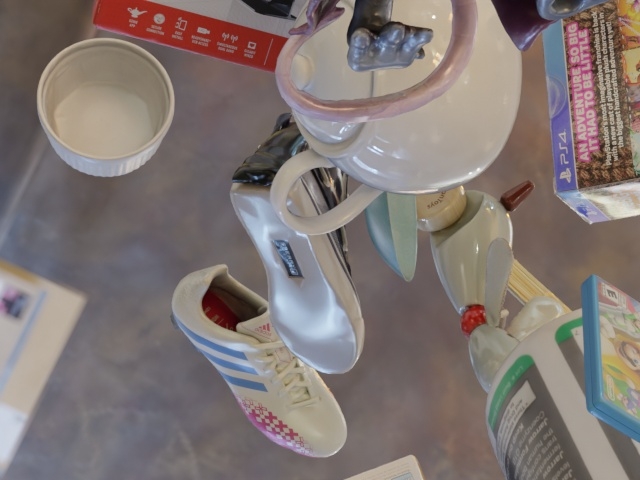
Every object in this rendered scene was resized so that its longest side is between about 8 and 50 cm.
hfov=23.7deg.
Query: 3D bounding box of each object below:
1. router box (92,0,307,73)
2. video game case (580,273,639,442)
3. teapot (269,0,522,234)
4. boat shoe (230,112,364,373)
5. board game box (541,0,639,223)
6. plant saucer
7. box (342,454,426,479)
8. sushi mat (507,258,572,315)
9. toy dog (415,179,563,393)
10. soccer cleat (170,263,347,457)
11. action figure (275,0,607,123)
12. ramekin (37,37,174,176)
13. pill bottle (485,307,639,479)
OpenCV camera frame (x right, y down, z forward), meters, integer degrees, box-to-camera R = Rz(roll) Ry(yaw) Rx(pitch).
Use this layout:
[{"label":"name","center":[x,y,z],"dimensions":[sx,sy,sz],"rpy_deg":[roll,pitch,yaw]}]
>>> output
[{"label":"router box","center":[-0.038,-0.327,1.571],"dimensions":[0.082,0.335,0.301],"rpy_deg":[-99,-155,-58]},{"label":"video game case","center":[0.233,0.101,0.956],"dimensions":[0.015,0.166,0.119],"rpy_deg":[-48,-161,33]},{"label":"teapot","center":[0.049,-0.152,1.416],"dimensions":[0.252,0.187,0.256],"rpy_deg":[-18,-99,58]},{"label":"boat shoe","center":[0.000,0.000,1.883],"dimensions":[0.158,0.127,0.341],"rpy_deg":[-61,147,-40]},{"label":"board game box","center":[0.411,-0.166,1.711],"dimensions":[0.141,0.291,0.232],"rpy_deg":[29,55,-60]},{"label":"plant saucer","center":[0.075,-0.049,1.705],"dimensions":[0.195,0.037,0.195],"rpy_deg":[-5,90,-78]},{"label":"box","center":[0.022,0.306,1.469],"dimensions":[0.103,0.203,0.114],"rpy_deg":[67,2,-57]},{"label":"sushi mat","center":[0.266,0.044,2.156],"dimensions":[0.019,0.316,0.151],"rpy_deg":[-48,175,19]},{"label":"toy dog","center":[0.234,0.039,1.930],"dimensions":[0.161,0.334,0.220],"rpy_deg":[-29,156,13]},{"label":"soccer cleat","center":[-0.075,0.171,2.128],"dimensions":[0.116,0.331,0.143],"rpy_deg":[-48,-175,-36]},{"label":"action figure","center":[0.080,-0.287,0.867],"dimensions":[0.276,0.248,0.370],"rpy_deg":[128,-47,-67]},{"label":"ramekin","center":[-0.330,-0.196,2.343],"dimensions":[0.109,0.207,0.207],"rpy_deg":[110,5,-68]},{"label":"pill bottle","center":[0.274,0.230,1.209],"dimensions":[0.204,0.204,0.361],"rpy_deg":[-63,-155,28]}]
